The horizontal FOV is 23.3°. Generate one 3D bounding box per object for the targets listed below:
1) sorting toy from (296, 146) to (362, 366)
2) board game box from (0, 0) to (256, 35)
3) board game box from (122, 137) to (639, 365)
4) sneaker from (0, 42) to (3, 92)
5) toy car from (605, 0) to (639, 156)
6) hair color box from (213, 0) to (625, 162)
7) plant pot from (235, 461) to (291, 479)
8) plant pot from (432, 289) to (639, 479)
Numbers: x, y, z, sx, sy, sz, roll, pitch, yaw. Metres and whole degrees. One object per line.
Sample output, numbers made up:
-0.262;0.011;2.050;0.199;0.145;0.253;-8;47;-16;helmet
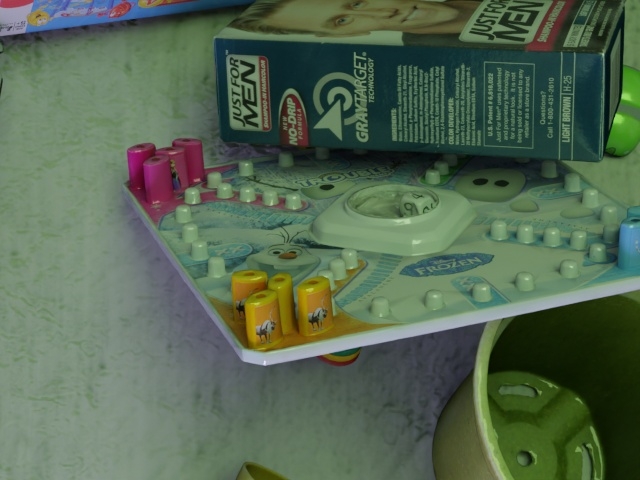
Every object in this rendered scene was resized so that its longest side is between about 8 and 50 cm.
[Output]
0.000;0.000;1.472;0.132;0.046;0.274;17;49;2;sorting toy
-0.206;-0.365;1.498;0.308;0.086;0.302;-11;73;-22;board game box
0.062;-0.032;1.328;0.390;0.390;0.050;-11;115;-18;board game box
-0.372;-0.051;1.339;0.146;0.122;0.330;22;55;-37;sneaker
0.336;-0.197;1.632;0.239;0.053;0.225;21;73;-20;toy car
0.093;-0.156;1.417;0.347;0.105;0.174;4;24;15;hair color box
-0.037;0.269;1.346;0.134;0.134;0.095;34;91;-2;plant pot
0.221;0.171;1.374;0.276;0.254;0.276;5;70;-15;plant pot
